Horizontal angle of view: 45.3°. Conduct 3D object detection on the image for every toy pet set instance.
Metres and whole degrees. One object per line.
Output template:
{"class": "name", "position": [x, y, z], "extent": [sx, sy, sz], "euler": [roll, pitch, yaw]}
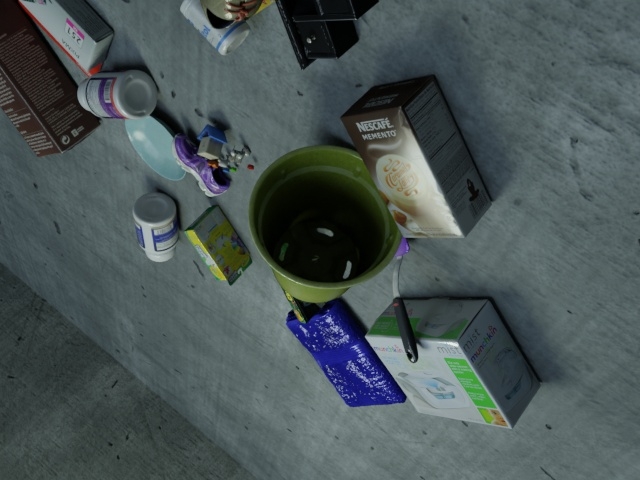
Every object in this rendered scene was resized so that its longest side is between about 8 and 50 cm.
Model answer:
{"class": "toy pet set", "position": [-0.208, -0.198, 1.650], "extent": [0.114, 0.065, 0.122], "euler": [22, 168, -36]}

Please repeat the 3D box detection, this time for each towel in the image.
{"class": "towel", "position": [0.056, 0.286, 1.879], "extent": [0.308, 0.076, 0.228], "euler": [52, 149, -12]}

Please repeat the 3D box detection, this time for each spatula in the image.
{"class": "spatula", "position": [0.148, 0.086, 1.459], "extent": [0.084, 0.030, 0.296], "euler": [-20, 76, 57]}

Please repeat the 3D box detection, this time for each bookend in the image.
{"class": "bookend", "position": [0.020, -0.345, 1.171], "extent": [0.156, 0.072, 0.157], "euler": [13, 138, 41]}

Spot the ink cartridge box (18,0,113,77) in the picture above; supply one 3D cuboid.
{"class": "ink cartridge box", "position": [-0.601, -0.496, 1.734], "extent": [0.275, 0.060, 0.239], "euler": [47, 148, -3]}

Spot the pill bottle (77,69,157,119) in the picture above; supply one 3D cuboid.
{"class": "pill bottle", "position": [-0.462, -0.327, 1.723], "extent": [0.193, 0.108, 0.108], "euler": [11, 136, 43]}

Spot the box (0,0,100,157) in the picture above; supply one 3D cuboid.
{"class": "box", "position": [-0.745, -0.405, 1.931], "extent": [0.191, 0.143, 0.381], "euler": [3, 132, 52]}

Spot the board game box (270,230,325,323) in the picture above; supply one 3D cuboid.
{"class": "board game box", "position": [-0.046, 0.039, 1.647], "extent": [0.030, 0.136, 0.259], "euler": [12, 136, 47]}

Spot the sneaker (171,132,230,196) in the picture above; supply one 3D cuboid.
{"class": "sneaker", "position": [-0.264, -0.178, 1.732], "extent": [0.071, 0.068, 0.170], "euler": [-19, 122, 40]}

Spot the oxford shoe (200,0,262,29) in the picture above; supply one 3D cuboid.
{"class": "oxford shoe", "position": [-0.100, -0.380, 1.081], "extent": [0.348, 0.123, 0.130], "euler": [-164, 70, -73]}

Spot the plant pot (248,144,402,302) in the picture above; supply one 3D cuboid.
{"class": "plant pot", "position": [0.000, 0.000, 1.457], "extent": [0.276, 0.276, 0.254], "euler": [39, 160, 10]}

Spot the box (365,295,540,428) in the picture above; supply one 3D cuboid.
{"class": "box", "position": [0.262, 0.236, 1.534], "extent": [0.262, 0.127, 0.231], "euler": [-4, 126, 53]}

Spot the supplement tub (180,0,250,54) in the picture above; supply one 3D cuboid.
{"class": "supplement tub", "position": [-0.179, -0.378, 1.313], "extent": [0.107, 0.071, 0.071], "euler": [45, 149, -2]}

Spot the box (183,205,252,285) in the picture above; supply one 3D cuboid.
{"class": "box", "position": [-0.245, 0.016, 1.880], "extent": [0.043, 0.105, 0.179], "euler": [-9, 121, 46]}

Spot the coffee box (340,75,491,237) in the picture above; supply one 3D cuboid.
{"class": "coffee box", "position": [0.156, -0.128, 1.244], "extent": [0.141, 0.098, 0.246], "euler": [-1, 127, 50]}

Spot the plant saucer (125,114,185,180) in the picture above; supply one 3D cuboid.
{"class": "plant saucer", "position": [-0.377, -0.231, 1.807], "extent": [0.195, 0.037, 0.195], "euler": [30, 147, 22]}

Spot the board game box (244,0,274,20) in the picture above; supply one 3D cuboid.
{"class": "board game box", "position": [-0.130, -0.430, 1.289], "extent": [0.154, 0.026, 0.103], "euler": [-11, 119, 54]}

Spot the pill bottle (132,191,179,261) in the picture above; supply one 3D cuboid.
{"class": "pill bottle", "position": [-0.434, -0.030, 2.041], "extent": [0.112, 0.112, 0.186], "euler": [33, 147, 18]}
